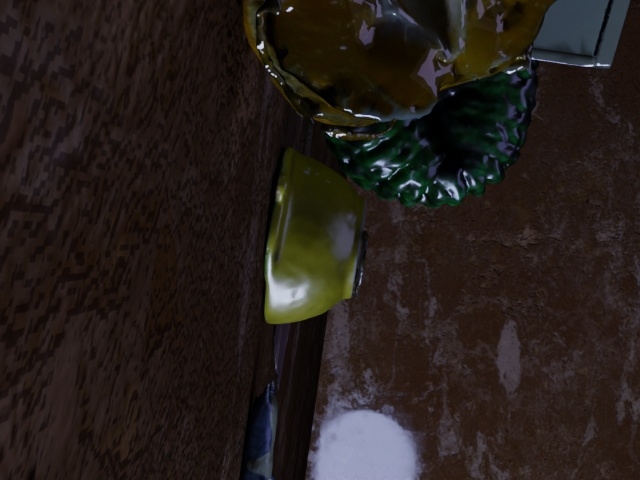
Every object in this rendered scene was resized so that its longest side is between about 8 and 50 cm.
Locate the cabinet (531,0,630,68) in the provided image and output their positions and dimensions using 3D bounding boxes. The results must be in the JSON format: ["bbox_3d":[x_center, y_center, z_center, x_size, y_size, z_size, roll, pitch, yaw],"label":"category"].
[{"bbox_3d":[0.084,-0.212,0.573,0.150,0.206,0.145,-77,175,-55],"label":"cabinet"}]

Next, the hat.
[{"bbox_3d":[0.105,-0.191,1.052,0.332,0.242,0.274,-121,-130,-74],"label":"hat"}]

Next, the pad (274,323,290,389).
[{"bbox_3d":[-0.038,0.086,1.013,0.188,0.006,0.113,92,7,-64],"label":"pad"}]

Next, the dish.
[{"bbox_3d":[0.000,0.000,0.804,0.208,0.080,0.149,95,3,-69],"label":"dish"}]

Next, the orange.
[{"bbox_3d":[0.038,-0.132,0.473,0.112,0.170,0.160,49,-64,40],"label":"orange"}]

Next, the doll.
[{"bbox_3d":[-0.050,0.180,0.788,0.037,0.027,0.125,-9,107,-80],"label":"doll"}]
